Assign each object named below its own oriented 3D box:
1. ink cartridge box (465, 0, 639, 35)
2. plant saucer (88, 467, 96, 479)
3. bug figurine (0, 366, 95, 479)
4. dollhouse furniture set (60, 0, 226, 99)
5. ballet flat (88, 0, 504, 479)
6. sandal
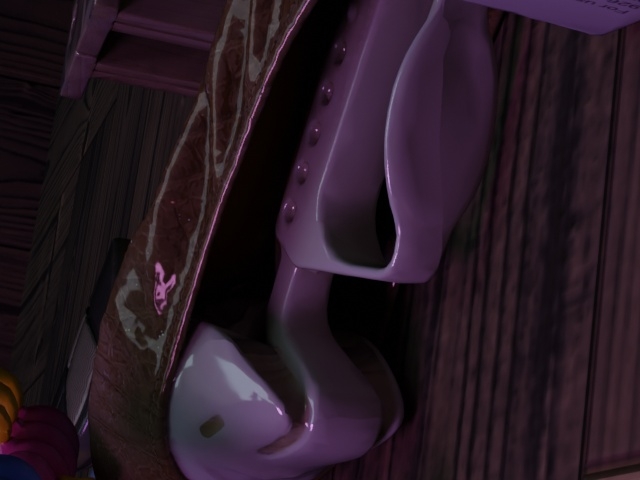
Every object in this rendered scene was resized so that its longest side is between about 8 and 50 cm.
[{"bbox_3d":[0.083,-0.178,0.365,0.289,0.121,0.211,163,118,-75],"label":"ink cartridge box"},{"bbox_3d":[-0.137,0.263,1.063,0.317,0.043,0.318,-169,90,-77],"label":"plant saucer"},{"bbox_3d":[-0.138,0.165,0.655,0.216,0.072,0.279,-92,17,-66],"label":"bug figurine"},{"bbox_3d":[-0.045,-0.163,0.850,0.129,0.129,0.184,139,140,-68],"label":"dollhouse furniture set"},{"bbox_3d":[0.000,0.000,0.635,0.124,0.116,0.342,47,122,51],"label":"ballet flat"},{"bbox_3d":[-0.088,0.066,0.957,0.303,0.086,0.120,1,-71,-87],"label":"sandal"}]
